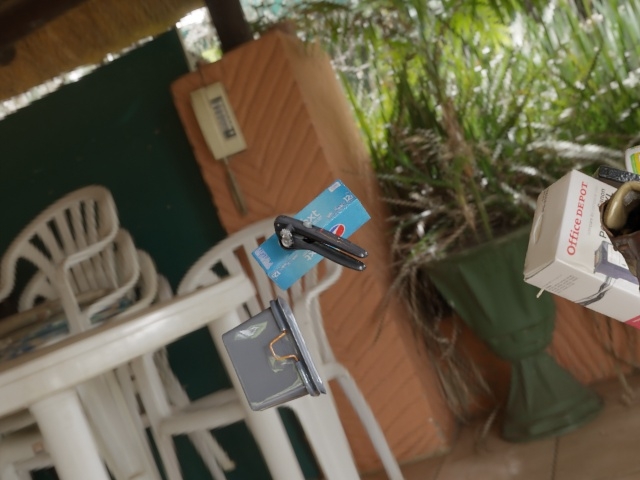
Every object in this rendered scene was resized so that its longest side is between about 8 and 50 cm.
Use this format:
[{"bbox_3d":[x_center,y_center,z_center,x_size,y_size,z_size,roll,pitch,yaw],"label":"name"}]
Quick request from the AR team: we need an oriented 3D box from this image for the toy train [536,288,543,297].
[{"bbox_3d":[0.535,0.049,1.871,0.105,0.248,0.143,18,-21,31],"label":"toy train"}]

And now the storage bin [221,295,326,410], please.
[{"bbox_3d":[-0.063,0.151,1.062,0.091,0.135,0.098,-26,-13,2],"label":"storage bin"}]

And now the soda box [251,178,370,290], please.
[{"bbox_3d":[-0.017,-0.009,1.514,0.210,0.067,0.071,-40,-39,0],"label":"soda box"}]

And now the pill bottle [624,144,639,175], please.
[{"bbox_3d":[0.894,-0.195,2.067,0.245,0.136,0.136,-16,4,32],"label":"pill bottle"}]

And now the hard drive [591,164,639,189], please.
[{"bbox_3d":[0.505,-0.092,1.411,0.094,0.022,0.135,17,-4,11],"label":"hard drive"}]

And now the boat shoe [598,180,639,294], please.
[{"bbox_3d":[0.396,-0.019,0.985,0.123,0.123,0.342,-28,5,25],"label":"boat shoe"}]

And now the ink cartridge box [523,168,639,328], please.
[{"bbox_3d":[0.460,0.018,1.327,0.100,0.237,0.172,128,162,-63],"label":"ink cartridge box"}]

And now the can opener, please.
[{"bbox_3d":[0.000,0.000,1.385,0.186,0.059,0.073,21,43,33],"label":"can opener"}]
